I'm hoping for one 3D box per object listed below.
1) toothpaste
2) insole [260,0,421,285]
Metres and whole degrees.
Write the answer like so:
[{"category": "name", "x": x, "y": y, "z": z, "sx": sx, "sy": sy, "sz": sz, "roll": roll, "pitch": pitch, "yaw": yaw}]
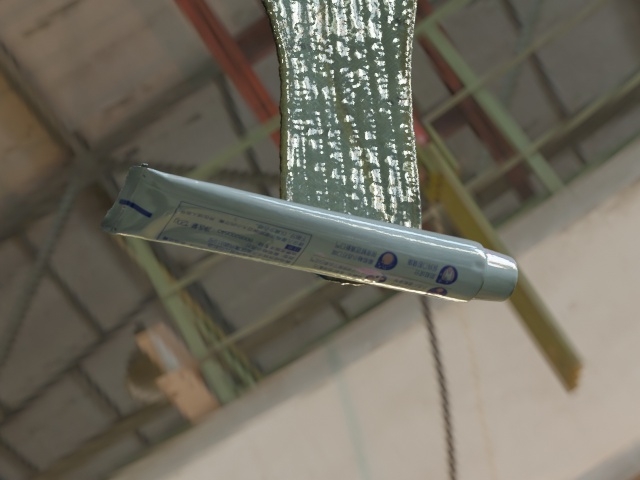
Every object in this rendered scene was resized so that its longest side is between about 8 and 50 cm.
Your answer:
[{"category": "toothpaste", "x": 0.000, "y": 0.000, "z": 0.984, "sx": 0.218, "sy": 0.033, "sz": 0.052, "roll": 12, "pitch": -42, "yaw": -23}, {"category": "insole", "x": 0.008, "y": -0.130, "z": 1.200, "sx": 0.119, "sy": 0.348, "sz": 0.009, "roll": 3, "pitch": -28, "yaw": -14}]
